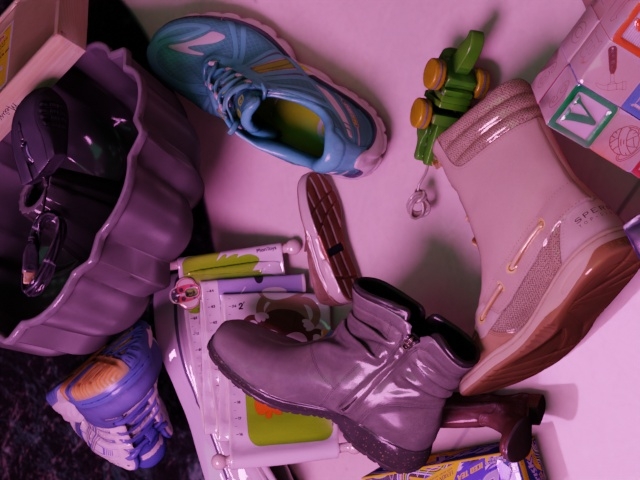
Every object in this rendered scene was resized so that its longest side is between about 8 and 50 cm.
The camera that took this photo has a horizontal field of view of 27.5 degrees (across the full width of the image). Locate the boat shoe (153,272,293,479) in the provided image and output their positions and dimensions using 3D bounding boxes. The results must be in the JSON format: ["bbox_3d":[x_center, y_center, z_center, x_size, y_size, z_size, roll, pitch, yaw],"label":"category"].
[{"bbox_3d":[-0.094,0.155,1.345,0.088,0.096,0.267,-19,84,16],"label":"boat shoe"}]

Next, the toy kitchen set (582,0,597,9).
[{"bbox_3d":[0.256,-0.206,1.131,0.068,0.075,0.083,-22,126,-5],"label":"toy kitchen set"}]

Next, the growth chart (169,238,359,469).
[{"bbox_3d":[-0.055,0.114,1.305,0.172,0.021,0.237,-14,81,-8],"label":"growth chart"}]

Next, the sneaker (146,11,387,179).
[{"bbox_3d":[-0.062,-0.144,1.267,0.275,0.110,0.107,29,111,23],"label":"sneaker"}]

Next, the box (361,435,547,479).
[{"bbox_3d":[0.129,0.234,1.254,0.169,0.054,0.059,-16,90,29],"label":"box"}]

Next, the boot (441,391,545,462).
[{"bbox_3d":[0.140,0.171,1.210,0.114,0.106,0.037,0,109,26],"label":"boot"}]

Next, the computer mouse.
[{"bbox_3d":[-0.273,-0.054,1.239,0.071,0.041,0.242,-34,46,29],"label":"computer mouse"}]

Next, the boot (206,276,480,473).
[{"bbox_3d":[0.021,0.093,1.205,0.247,0.083,0.161,27,124,15],"label":"boot"}]

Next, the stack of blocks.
[{"bbox_3d":[0.292,-0.203,1.027,0.171,0.087,0.297,28,116,-15],"label":"stack of blocks"}]

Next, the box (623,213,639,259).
[{"bbox_3d":[0.352,0.044,1.044,0.108,0.153,0.207,-30,82,30],"label":"box"}]

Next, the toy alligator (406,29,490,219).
[{"bbox_3d":[0.109,-0.113,1.216,0.051,0.056,0.189,-114,37,-58],"label":"toy alligator"}]

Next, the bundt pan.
[{"bbox_3d":[-0.239,-0.026,1.316,0.331,0.124,0.330,-27,49,35],"label":"bundt pan"}]

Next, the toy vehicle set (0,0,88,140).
[{"bbox_3d":[-0.342,-0.177,1.400,0.267,0.035,0.166,-39,37,28],"label":"toy vehicle set"}]

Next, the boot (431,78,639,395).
[{"bbox_3d":[0.161,0.005,1.170,0.203,0.095,0.262,62,148,24],"label":"boot"}]

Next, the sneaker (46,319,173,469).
[{"bbox_3d":[-0.193,0.168,1.340,0.131,0.112,0.296,51,162,-2],"label":"sneaker"}]

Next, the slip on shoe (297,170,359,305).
[{"bbox_3d":[0.000,0.000,1.294,0.041,0.051,0.135,-16,96,42],"label":"slip on shoe"}]
